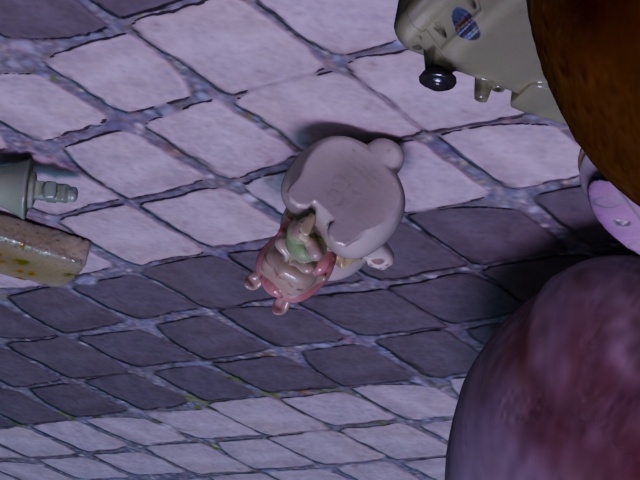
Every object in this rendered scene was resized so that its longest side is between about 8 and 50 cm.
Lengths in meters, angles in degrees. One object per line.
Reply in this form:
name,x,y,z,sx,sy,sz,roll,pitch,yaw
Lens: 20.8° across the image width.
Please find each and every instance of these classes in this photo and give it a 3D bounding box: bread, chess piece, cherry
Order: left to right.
chess piece,-0.231,-0.037,1.123,0.149,0.059,0.059,8,157,-6
bread,-0.242,-0.002,1.238,0.154,0.028,0.068,18,154,-21
cherry,0.223,0.169,1.143,0.335,0.291,0.326,37,160,-12

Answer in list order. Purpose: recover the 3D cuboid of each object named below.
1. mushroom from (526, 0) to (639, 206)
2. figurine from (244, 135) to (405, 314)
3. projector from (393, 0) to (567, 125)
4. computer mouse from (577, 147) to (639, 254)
mushroom,0.199,-0.110,0.534,0.254,0.267,0.267,11,157,0
figurine,-0.007,-0.007,1.058,0.098,0.081,0.146,-22,166,-21
projector,0.185,-0.097,0.761,0.269,0.088,0.193,16,159,-14
computer mouse,0.228,-0.030,0.709,0.245,0.056,0.126,-2,155,29
